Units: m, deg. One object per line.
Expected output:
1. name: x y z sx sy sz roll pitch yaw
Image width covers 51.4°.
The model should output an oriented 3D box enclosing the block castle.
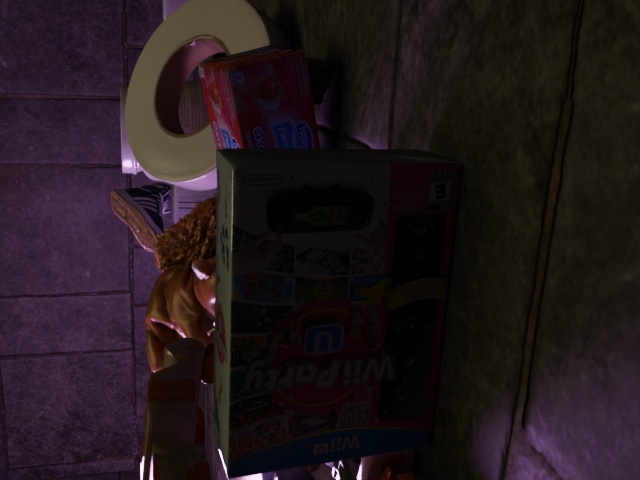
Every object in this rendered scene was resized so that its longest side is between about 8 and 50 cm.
1. block castle: -0.053 0.306 0.772 0.453 0.302 0.213 -128 45 -65

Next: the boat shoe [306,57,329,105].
1. boat shoe: -0.041 -0.242 1.097 0.207 0.073 0.073 -175 87 -75

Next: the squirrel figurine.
1. squirrel figurine: -0.266 0.080 1.567 0.370 0.281 0.397 -46 56 59

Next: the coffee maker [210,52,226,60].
1. coffee maker: -0.241 -0.388 1.782 0.171 0.120 0.178 46 142 33

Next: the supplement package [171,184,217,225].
1. supplement package: -0.322 -0.039 1.898 0.199 0.198 0.263 -148 59 -73

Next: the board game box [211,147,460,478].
1. board game box: 0.009 0.066 0.664 0.097 0.223 0.304 -137 47 -64

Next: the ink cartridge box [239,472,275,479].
1. ink cartridge box: -0.145 0.538 1.556 0.307 0.072 0.304 -114 26 -50

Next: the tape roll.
1. tape roll: -0.230 -0.291 1.308 0.392 0.072 0.392 -9 74 33

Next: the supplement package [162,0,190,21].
1. supplement package: -0.383 -0.770 2.056 0.149 0.203 0.194 -119 32 -59

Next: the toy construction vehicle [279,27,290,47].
1. toy construction vehicle: -0.077 -0.352 1.309 0.086 0.035 0.098 -28 67 61

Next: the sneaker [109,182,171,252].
1. sneaker: -0.454 -0.073 1.837 0.282 0.153 0.099 39 131 38

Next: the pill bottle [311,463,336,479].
1. pill bottle: -0.022 0.403 1.074 0.137 0.078 0.078 122 144 -63

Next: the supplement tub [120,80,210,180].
1. supplement tub: -0.303 -0.257 1.576 0.235 0.324 0.236 179 90 -75

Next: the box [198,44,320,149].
1. box: -0.083 -0.155 1.014 0.122 0.128 0.257 31 136 54
